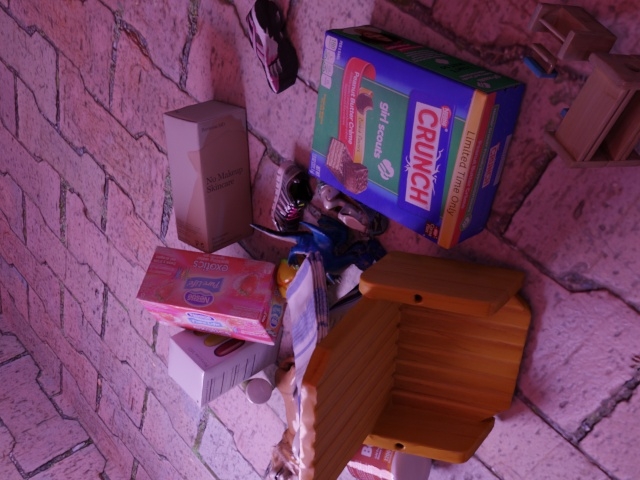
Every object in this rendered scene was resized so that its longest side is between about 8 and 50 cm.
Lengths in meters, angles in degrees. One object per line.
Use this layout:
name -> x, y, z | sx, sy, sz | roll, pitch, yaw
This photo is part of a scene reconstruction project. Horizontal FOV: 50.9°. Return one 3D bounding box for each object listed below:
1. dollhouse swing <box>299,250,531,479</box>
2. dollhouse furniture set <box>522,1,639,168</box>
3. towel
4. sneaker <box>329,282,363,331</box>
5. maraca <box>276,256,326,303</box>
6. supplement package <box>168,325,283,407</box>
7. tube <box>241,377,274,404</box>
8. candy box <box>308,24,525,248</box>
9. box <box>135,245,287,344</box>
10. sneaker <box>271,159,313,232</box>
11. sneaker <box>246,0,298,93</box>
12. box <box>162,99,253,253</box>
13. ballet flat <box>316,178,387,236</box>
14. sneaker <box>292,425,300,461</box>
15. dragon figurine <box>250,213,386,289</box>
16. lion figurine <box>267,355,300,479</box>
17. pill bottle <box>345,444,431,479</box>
dollhouse swing -> 0.158, 0.247, 1.078 | 0.315, 0.305, 0.347 | 9, 119, 12
dollhouse furniture set -> 0.355, -0.203, 0.881 | 0.129, 0.129, 0.184 | 110, 146, -41
towel -> -0.024, 0.186, 1.255 | 0.209, 0.034, 0.285 | 121, 147, -59
sneaker -> 0.144, 0.116, 1.265 | 0.321, 0.127, 0.126 | -18, 102, 26
maraca -> -0.032, 0.110, 1.462 | 0.127, 0.099, 0.186 | 28, 151, 47
supplement package -> -0.232, 0.268, 1.640 | 0.139, 0.244, 0.134 | 36, 133, 28
tube -> -0.153, 0.366, 1.658 | 0.070, 0.062, 0.240 | 53, 169, 2
candy box -> 0.140, -0.176, 1.103 | 0.317, 0.122, 0.268 | 31, 130, 32
box -> -0.238, 0.124, 1.527 | 0.300, 0.142, 0.154 | 8, 152, 16
sneaker -> -0.056, -0.079, 1.410 | 0.075, 0.063, 0.170 | 30, 125, 42
sneaker -> -0.098, -0.374, 1.312 | 0.077, 0.072, 0.178 | -3, 100, 60
box -> -0.250, -0.145, 1.523 | 0.121, 0.148, 0.311 | 22, 126, 37
ballet flat -> 0.046, -0.068, 1.306 | 0.188, 0.070, 0.070 | 36, 132, 30
sneaker -> 0.032, 0.375, 1.455 | 0.110, 0.107, 0.275 | 16, 89, 60
dragon figurine -> 0.000, 0.000, 1.359 | 0.289, 0.085, 0.144 | 38, 122, 21
lion figurine -> -0.045, 0.416, 1.628 | 0.240, 0.142, 0.392 | 7, 100, 55
pill bottle -> 0.122, 0.465, 1.458 | 0.216, 0.121, 0.121 | -1, 109, 47
